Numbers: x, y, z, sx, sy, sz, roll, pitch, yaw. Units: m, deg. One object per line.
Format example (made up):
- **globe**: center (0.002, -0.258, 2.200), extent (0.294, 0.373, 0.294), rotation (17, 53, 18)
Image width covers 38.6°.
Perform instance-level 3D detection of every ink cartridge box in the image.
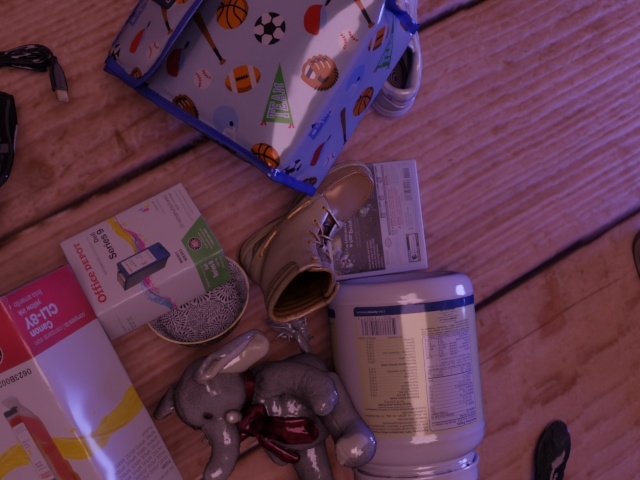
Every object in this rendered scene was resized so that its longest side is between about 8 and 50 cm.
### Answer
- **ink cartridge box**: center (-0.408, 0.270, 1.301), extent (0.279, 0.160, 0.384), rotation (-25, 96, 24)
- **ink cartridge box**: center (-0.266, 0.032, 1.400), extent (0.212, 0.093, 0.154), rotation (-28, 59, -10)

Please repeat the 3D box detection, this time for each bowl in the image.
- **bowl**: center (-0.188, 0.108, 1.442), extent (0.170, 0.080, 0.170), rotation (-5, 53, 6)

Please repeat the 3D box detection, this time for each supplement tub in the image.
- **supplement tub**: center (0.138, 0.219, 1.451), extent (0.235, 0.235, 0.324), rotation (-5, 91, -13)

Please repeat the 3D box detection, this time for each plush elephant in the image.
- **plush elephant**: center (-0.105, 0.258, 1.387), extent (0.255, 0.272, 0.330), rotation (-8, 65, -25)

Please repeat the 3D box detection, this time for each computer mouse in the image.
- **computer mouse**: center (-0.469, -0.181, 1.381), extent (0.184, 0.060, 0.262), rotation (-10, 65, -10)

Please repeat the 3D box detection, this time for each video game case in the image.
- **video game case**: center (0.088, -0.036, 1.552), extent (0.173, 0.022, 0.190), rotation (-7, 92, -13)

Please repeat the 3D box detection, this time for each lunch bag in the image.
- **lunch bag**: center (-0.109, -0.305, 1.372), extent (0.385, 0.239, 0.328), rotation (35, 95, 18)

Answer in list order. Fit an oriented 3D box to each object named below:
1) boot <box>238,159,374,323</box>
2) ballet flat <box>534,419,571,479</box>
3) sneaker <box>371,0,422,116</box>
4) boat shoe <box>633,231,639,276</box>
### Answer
- **boot**: center (0.000, 0.000, 1.415), extent (0.262, 0.203, 0.095), rotation (-38, 119, 2)
- **ballet flat**: center (0.406, 0.404, 1.618), extent (0.057, 0.049, 0.173), rotation (11, 81, 15)
- **sneaker**: center (0.121, -0.362, 1.495), extent (0.114, 0.152, 0.305), rotation (-9, 91, -5)
- **boat shoe**: center (0.673, 0.131, 1.633), extent (0.123, 0.123, 0.342), rotation (-20, 94, -12)
